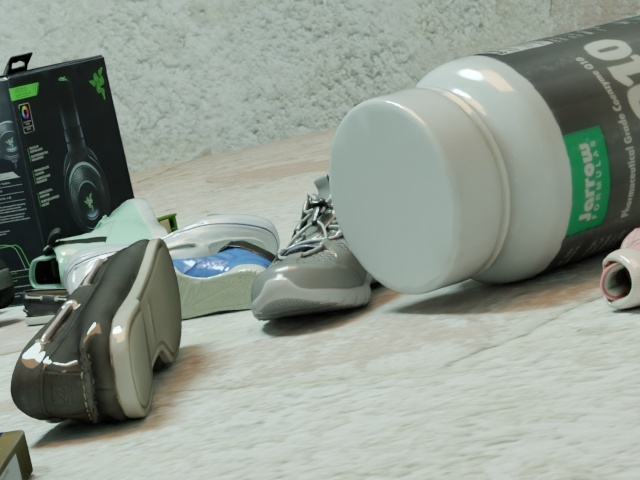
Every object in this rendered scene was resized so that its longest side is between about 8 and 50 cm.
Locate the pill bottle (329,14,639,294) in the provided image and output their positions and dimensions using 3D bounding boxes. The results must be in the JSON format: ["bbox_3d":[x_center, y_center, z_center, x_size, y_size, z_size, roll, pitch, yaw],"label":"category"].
[{"bbox_3d":[0.198,-0.077,1.729,0.361,0.204,0.204,-17,9,-35],"label":"pill bottle"}]

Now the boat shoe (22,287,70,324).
[{"bbox_3d":[-0.257,0.061,2.042,0.125,0.038,0.046,-9,8,22],"label":"boat shoe"}]

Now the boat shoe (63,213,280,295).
[{"bbox_3d":[-0.147,0.036,1.985,0.226,0.083,0.076,-15,33,-6],"label":"boat shoe"}]

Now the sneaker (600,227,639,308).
[{"bbox_3d":[0.241,0.020,1.500,0.070,0.051,0.134,-8,10,-11],"label":"sneaker"}]

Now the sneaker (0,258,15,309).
[{"bbox_3d":[-0.404,0.055,2.077,0.146,0.102,0.293,-11,7,-1],"label":"sneaker"}]

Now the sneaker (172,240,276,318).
[{"bbox_3d":[-0.110,0.037,1.899,0.152,0.058,0.084,-5,14,16],"label":"sneaker"}]

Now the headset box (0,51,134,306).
[{"bbox_3d":[-0.342,-0.082,2.332,0.131,0.283,0.246,-9,7,23],"label":"headset box"}]

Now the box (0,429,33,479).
[{"bbox_3d":[-0.308,0.173,1.259,0.225,0.036,0.136,-13,7,1],"label":"box"}]

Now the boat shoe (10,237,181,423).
[{"bbox_3d":[-0.174,0.069,1.561,0.095,0.112,0.335,-7,11,4],"label":"boat shoe"}]

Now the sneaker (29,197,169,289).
[{"bbox_3d":[-0.260,0.010,2.199,0.151,0.094,0.256,-7,8,-13],"label":"sneaker"}]

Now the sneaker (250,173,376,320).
[{"bbox_3d":[0.000,0.000,1.784,0.105,0.115,0.281,-9,9,19],"label":"sneaker"}]

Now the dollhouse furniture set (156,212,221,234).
[{"bbox_3d":[-0.130,-0.007,2.292,0.151,0.059,0.076,-6,10,41],"label":"dollhouse furniture set"}]
